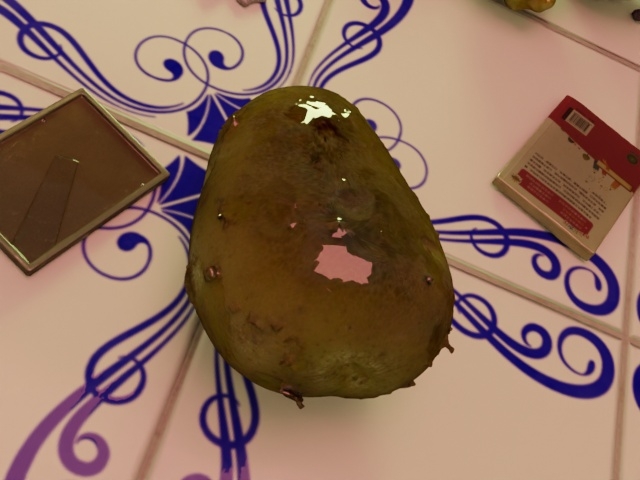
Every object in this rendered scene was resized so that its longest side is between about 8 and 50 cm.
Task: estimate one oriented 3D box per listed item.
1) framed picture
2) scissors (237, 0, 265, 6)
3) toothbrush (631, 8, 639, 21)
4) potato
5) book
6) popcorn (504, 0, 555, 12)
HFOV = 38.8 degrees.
[{"bbox_3d":[-0.284,-0.069,0.980,0.150,0.015,0.203,43,54,7],"label":"framed picture"},{"bbox_3d":[-0.106,-0.396,1.255,0.100,0.015,0.189,21,53,-11],"label":"scissors"},{"bbox_3d":[0.667,-0.405,1.560,0.354,0.029,0.024,-13,52,-27],"label":"toothbrush"},{"bbox_3d":[-0.018,-0.006,0.930,0.269,0.219,0.359,1,52,-32],"label":"potato"},{"bbox_3d":[0.352,-0.093,1.246,0.162,0.022,0.232,40,54,7],"label":"book"},{"bbox_3d":[0.322,-0.461,1.355,0.217,0.181,0.235,-46,123,-72],"label":"popcorn"}]
